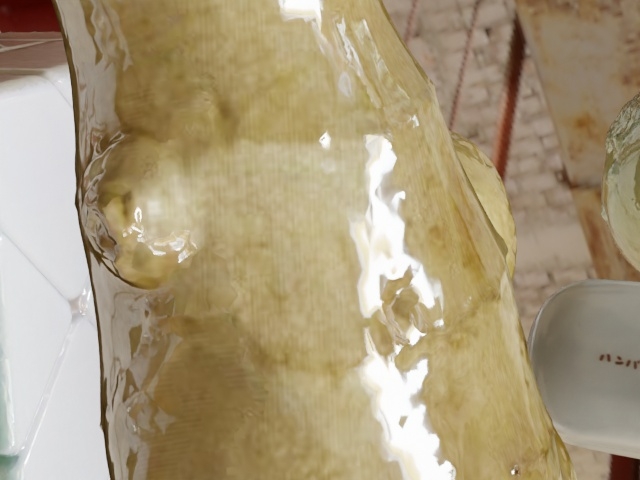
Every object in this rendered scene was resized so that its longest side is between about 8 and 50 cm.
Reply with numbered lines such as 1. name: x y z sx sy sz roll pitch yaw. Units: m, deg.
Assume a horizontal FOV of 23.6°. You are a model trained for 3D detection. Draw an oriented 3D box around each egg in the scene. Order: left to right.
1. egg: 0.295 -0.050 1.158 0.164 0.201 0.164 4 -130 -4

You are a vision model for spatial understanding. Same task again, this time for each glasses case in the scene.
1. glasses case: 0.185 0.063 0.659 0.193 0.049 0.074 10 -110 3

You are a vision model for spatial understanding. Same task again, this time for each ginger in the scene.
1. ginger: 0.018 -0.006 0.472 0.166 0.375 0.236 18 -158 42

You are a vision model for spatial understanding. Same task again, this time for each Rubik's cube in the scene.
1. Rubik's cube: -0.265 0.015 1.120 0.316 0.321 0.319 3 -164 25
